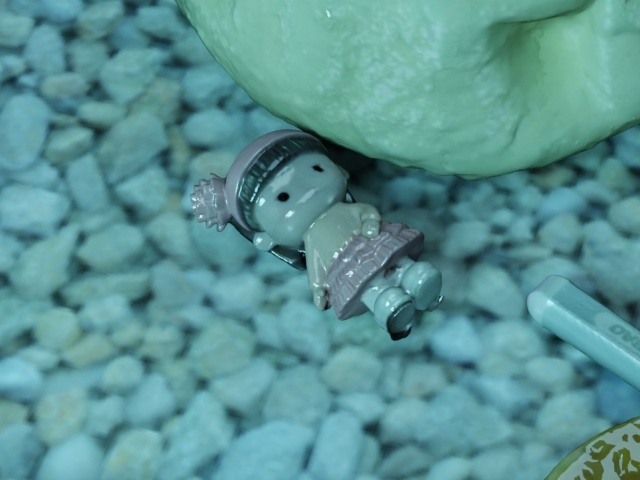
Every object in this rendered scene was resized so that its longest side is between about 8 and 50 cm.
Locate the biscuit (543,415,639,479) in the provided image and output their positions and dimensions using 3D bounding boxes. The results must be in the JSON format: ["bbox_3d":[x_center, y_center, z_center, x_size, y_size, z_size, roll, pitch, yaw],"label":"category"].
[{"bbox_3d":[0.202,0.137,0.816,0.288,0.044,0.202,-37,62,-10],"label":"biscuit"}]

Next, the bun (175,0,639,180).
[{"bbox_3d":[0.067,-0.212,0.992,0.359,0.211,0.360,-4,57,7],"label":"bun"}]

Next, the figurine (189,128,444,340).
[{"bbox_3d":[0.000,0.000,0.955,0.072,0.054,0.129,-44,69,-10],"label":"figurine"}]

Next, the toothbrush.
[{"bbox_3d":[0.230,0.113,0.867,0.342,0.030,0.025,35,58,26],"label":"toothbrush"}]
